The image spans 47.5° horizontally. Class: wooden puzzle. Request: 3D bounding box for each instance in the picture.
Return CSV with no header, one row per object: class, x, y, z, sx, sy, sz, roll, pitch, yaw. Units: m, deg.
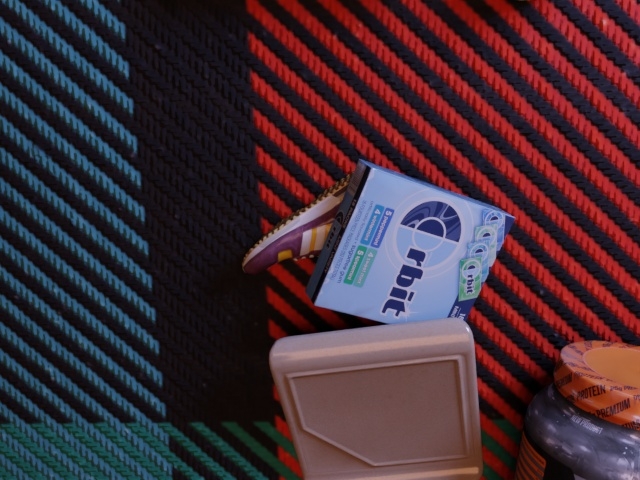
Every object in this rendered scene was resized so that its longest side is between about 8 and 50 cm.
wooden puzzle,0.070,0.196,0.840,0.221,0.044,0.238,-8,120,7

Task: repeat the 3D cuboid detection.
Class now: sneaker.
sneaker,0.000,0.000,0.810,0.186,0.069,0.083,-34,97,13

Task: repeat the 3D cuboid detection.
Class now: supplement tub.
supplement tub,0.308,0.294,0.780,0.207,0.207,0.337,8,104,3

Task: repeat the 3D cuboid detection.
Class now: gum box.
gum box,0.097,0.015,0.784,0.185,0.041,0.156,16,105,-22
